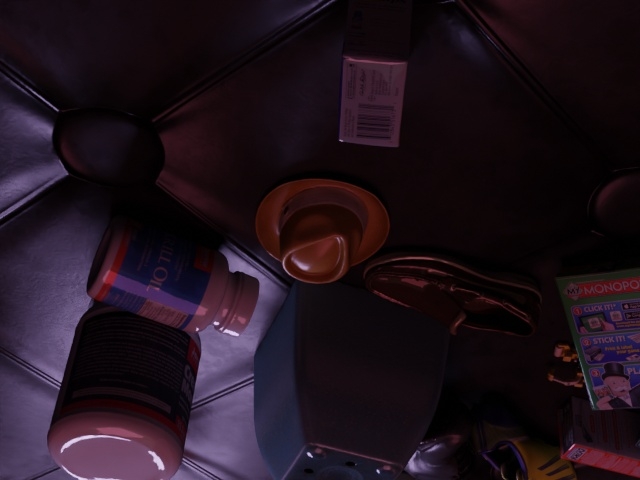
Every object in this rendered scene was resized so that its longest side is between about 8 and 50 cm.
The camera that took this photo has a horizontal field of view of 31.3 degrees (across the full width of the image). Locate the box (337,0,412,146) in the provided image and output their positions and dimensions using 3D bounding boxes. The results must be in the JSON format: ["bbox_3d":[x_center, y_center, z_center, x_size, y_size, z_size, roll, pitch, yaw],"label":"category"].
[{"bbox_3d":[0.060,-0.196,1.258,0.072,0.137,0.126,6,139,2],"label":"box"}]

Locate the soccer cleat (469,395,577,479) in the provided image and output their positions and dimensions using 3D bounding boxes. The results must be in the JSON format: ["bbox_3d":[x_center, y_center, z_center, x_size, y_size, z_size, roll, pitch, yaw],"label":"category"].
[{"bbox_3d":[0.333,0.370,1.890,0.093,0.121,0.289,-24,131,30],"label":"soccer cleat"}]

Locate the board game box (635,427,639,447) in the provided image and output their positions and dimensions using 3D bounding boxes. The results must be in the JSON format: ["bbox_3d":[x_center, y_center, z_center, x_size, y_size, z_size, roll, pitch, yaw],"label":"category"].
[{"bbox_3d":[0.679,0.285,1.705,0.336,0.079,0.254,24,140,10],"label":"board game box"}]

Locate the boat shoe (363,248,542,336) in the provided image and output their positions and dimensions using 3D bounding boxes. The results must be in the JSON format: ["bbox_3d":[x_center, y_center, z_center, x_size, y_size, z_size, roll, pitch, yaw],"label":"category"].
[{"bbox_3d":[0.186,0.080,1.594,0.257,0.095,0.095,8,139,-2],"label":"boat shoe"}]

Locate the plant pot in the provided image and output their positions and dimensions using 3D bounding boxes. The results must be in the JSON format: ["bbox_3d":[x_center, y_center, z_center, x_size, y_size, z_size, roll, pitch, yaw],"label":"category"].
[{"bbox_3d":[0.035,0.243,1.682,0.247,0.252,0.248,17,138,-11],"label":"plant pot"}]

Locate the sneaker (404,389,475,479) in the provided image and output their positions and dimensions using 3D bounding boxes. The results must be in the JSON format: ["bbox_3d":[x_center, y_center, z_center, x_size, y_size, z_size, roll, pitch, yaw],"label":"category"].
[{"bbox_3d":[0.194,0.319,1.775,0.130,0.109,0.286,38,161,2],"label":"sneaker"}]

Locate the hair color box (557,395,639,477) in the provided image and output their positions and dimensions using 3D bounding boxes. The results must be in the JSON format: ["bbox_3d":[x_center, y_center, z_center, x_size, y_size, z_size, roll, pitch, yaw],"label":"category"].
[{"bbox_3d":[0.470,0.319,1.837,0.167,0.093,0.053,17,138,-11],"label":"hair color box"}]

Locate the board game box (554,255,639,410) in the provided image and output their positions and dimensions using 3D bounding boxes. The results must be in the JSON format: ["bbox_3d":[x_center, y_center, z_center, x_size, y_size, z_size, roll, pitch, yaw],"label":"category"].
[{"bbox_3d":[0.494,0.118,1.523,0.317,0.046,0.214,-9,108,32],"label":"board game box"}]

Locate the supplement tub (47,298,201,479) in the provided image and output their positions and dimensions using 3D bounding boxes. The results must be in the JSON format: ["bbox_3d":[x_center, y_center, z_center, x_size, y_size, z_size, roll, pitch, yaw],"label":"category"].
[{"bbox_3d":[-0.277,0.205,1.658,0.191,0.272,0.191,3,140,3],"label":"supplement tub"}]

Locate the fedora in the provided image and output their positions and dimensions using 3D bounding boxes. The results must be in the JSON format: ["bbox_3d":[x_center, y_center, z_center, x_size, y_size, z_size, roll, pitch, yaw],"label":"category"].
[{"bbox_3d":[0.000,0.000,1.537,0.194,0.079,0.194,3,139,3],"label":"fedora"}]

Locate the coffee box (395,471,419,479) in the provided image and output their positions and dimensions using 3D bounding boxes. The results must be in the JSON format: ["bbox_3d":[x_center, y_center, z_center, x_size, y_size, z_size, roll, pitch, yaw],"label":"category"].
[{"bbox_3d":[0.104,0.529,2.118,0.141,0.098,0.247,5,139,1],"label":"coffee box"}]

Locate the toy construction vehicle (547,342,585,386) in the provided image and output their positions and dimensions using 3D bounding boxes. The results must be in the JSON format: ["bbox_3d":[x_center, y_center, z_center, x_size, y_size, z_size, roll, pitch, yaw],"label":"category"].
[{"bbox_3d":[0.402,0.190,1.740,0.098,0.035,0.086,6,139,0],"label":"toy construction vehicle"}]

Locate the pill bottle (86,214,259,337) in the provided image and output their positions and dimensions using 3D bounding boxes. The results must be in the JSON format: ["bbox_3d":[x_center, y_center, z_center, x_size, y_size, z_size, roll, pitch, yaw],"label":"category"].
[{"bbox_3d":[-0.203,0.057,1.594,0.221,0.124,0.124,21,137,-18],"label":"pill bottle"}]
